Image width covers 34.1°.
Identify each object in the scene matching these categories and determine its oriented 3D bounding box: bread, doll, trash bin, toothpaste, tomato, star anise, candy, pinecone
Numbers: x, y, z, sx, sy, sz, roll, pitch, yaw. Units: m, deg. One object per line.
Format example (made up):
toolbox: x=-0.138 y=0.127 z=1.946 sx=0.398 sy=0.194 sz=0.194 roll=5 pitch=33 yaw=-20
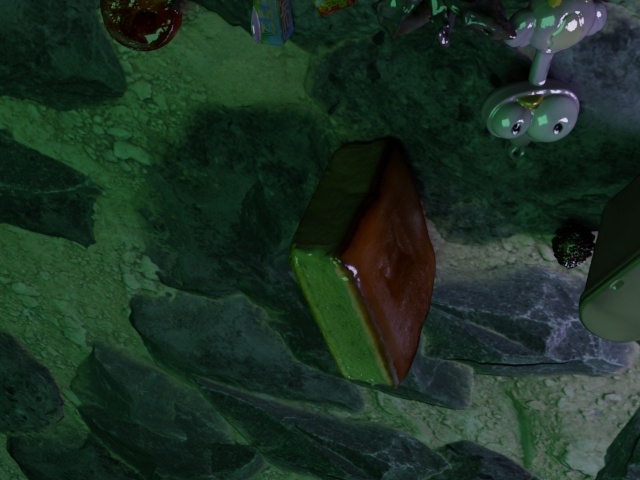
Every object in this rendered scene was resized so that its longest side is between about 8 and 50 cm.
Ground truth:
bread: x=0.086 y=0.037 z=1.823 sx=0.143 sy=0.324 sz=0.333 roll=-2 pitch=133 yaw=26
doll: x=0.331 y=-0.261 z=1.546 sx=0.160 sy=0.094 sz=0.365 roll=-12 pitch=139 yaw=-16
trash bin: x=0.521 y=0.009 z=1.646 sx=0.121 sy=0.247 sz=0.243 roll=31 pitch=137 yaw=-7
toothpaste: x=-0.086 y=-0.398 z=1.650 sx=0.044 sy=0.070 sz=0.193 roll=9 pitch=136 yaw=19
tomato: x=-0.288 y=-0.397 z=1.736 sx=0.138 sy=0.091 sz=0.159 roll=-8 pitch=102 yaw=20
star anise: x=0.178 y=-0.371 z=1.477 sx=0.257 sy=0.110 sz=0.199 roll=23 pitch=122 yaw=50
candy: x=0.004 y=-0.414 z=1.617 sx=0.062 sy=0.038 sz=0.122 roll=-11 pitch=127 yaw=33
pinecone: x=0.440 y=0.009 z=1.819 sx=0.077 sy=0.077 sz=0.083 roll=16 pitch=164 yaw=10
